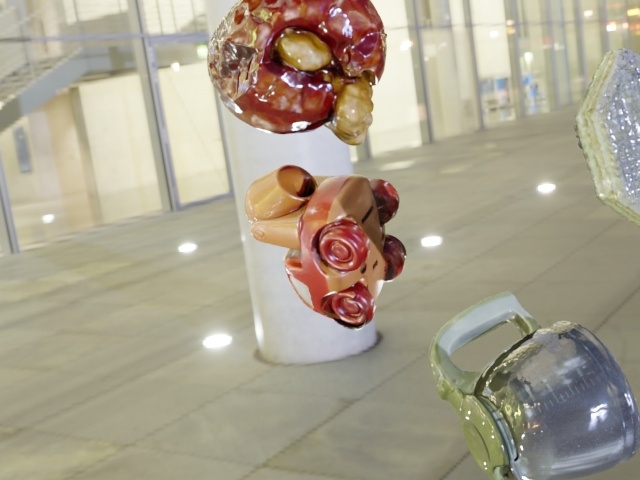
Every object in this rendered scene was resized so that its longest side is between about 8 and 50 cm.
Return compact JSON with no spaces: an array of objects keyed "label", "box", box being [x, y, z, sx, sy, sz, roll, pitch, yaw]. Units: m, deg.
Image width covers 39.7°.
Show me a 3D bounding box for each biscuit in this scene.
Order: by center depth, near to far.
[{"label":"biscuit","box":[0.364,-0.074,0.903,0.250,0.147,0.046,32,-12,-15]}]

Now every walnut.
[{"label":"walnut","box":[-0.021,-0.232,1.177,0.222,0.244,0.269,-49,18,3]}]

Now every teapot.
[{"label":"teapot","box":[0.322,0.234,1.396,0.239,0.321,0.239,-18,-12,-16]}]

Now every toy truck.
[{"label":"toy truck","box":[0.000,0.000,1.455,0.239,0.265,0.189,9,39,26]}]
